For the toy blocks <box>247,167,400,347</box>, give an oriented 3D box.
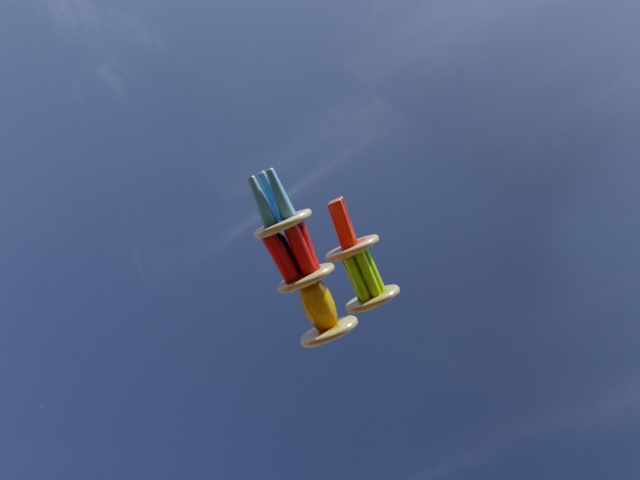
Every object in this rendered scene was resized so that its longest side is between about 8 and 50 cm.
[{"bbox_3d":[0.000,0.000,0.680,0.054,0.123,0.148,-16,-80,41],"label":"toy blocks"}]
